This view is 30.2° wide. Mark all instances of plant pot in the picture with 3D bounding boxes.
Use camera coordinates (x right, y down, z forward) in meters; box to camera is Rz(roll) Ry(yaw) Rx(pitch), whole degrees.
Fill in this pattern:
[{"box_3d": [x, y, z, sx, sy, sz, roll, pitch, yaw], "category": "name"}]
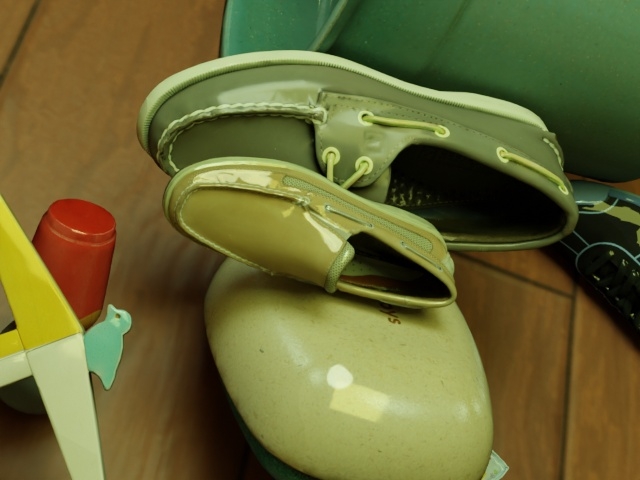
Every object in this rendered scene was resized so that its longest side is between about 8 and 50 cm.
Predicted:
[{"box_3d": [0.141, -0.213, 0.939, 0.334, 0.341, 0.341, 17, 56, -22], "category": "plant pot"}]

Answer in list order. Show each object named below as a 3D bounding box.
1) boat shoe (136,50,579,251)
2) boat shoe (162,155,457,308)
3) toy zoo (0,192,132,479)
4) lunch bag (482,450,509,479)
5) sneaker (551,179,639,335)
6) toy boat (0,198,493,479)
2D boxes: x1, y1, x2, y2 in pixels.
[{"box_3d": [0.033, -0.051, 0.789, 0.305, 0.109, 0.091, 5, 38, -21], "category": "boat shoe"}, {"box_3d": [0.000, 0.000, 0.714, 0.190, 0.068, 0.072, 11, 26, -21], "category": "boat shoe"}, {"box_3d": [-0.246, 0.092, 0.664, 0.293, 0.030, 0.192, -20, 87, -9], "category": "toy zoo"}, {"box_3d": [0.077, 0.170, 0.827, 0.083, 0.071, 0.053, -30, 78, -33], "category": "lunch bag"}, {"box_3d": [0.275, 0.035, 0.989, 0.232, 0.081, 0.090, 28, 49, -7], "category": "sneaker"}, {"box_3d": [-0.051, 0.073, 0.786, 0.318, 0.148, 0.267, 14, 28, -15], "category": "toy boat"}]
